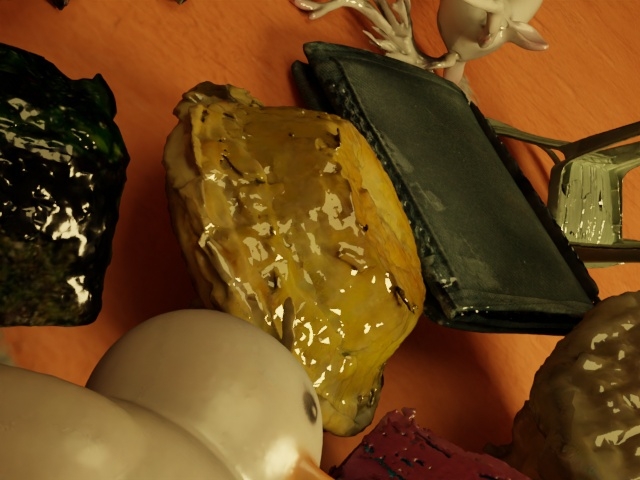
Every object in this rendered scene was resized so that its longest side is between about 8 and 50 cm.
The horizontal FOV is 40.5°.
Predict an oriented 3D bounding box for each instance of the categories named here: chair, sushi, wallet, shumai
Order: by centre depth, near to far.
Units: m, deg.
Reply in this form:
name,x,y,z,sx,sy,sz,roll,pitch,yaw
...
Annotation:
name,x,y,z,sx,sy,sz,roll,pitch,yaw
sushi,-0.188,-0.046,0.470,0.124,0.127,0.225,9,15,-40
shumai,0.286,0.205,0.732,0.267,0.262,0.314,40,54,23
wallet,0.122,-0.048,0.846,0.237,0.075,0.342,4,46,-38
chair,0.303,-0.064,0.980,0.203,0.274,0.191,1,87,-45

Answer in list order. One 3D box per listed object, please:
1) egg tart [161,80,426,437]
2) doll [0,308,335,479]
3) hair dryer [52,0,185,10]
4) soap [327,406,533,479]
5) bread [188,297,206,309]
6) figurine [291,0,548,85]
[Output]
name,x,y,z,sx,sy,sz,roll,pitch,yaw
egg tart,0.000,0.000,0.639,0.295,0.116,0.295,55,18,-28
doll,-0.107,0.117,0.440,0.250,0.221,0.221,14,47,5
hair dryer,-0.178,-0.237,0.755,0.106,0.054,0.154,52,51,-9
soap,0.106,0.235,0.597,0.099,0.162,0.250,-35,80,-37
bread,-0.065,0.086,0.625,0.066,0.060,0.110,14,51,-52
figurine,0.135,-0.306,0.999,0.284,0.206,0.316,37,37,-27
